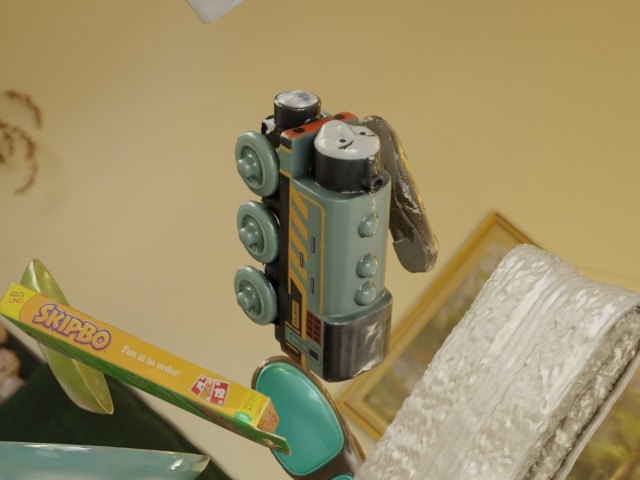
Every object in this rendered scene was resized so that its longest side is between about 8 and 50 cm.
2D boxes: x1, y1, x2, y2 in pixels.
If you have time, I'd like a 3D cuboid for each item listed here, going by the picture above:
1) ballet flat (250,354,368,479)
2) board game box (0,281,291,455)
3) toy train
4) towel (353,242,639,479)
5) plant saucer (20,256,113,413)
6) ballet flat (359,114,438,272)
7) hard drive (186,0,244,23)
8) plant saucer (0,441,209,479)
[{"bbox_3d":[0.018,0.303,1.416,0.342,0.116,0.124,54,8,-1],"label":"ballet flat"},{"bbox_3d":[-0.140,0.114,0.867,0.259,0.039,0.124,25,-15,9],"label":"board game box"},{"bbox_3d":[0.000,0.000,1.153,0.190,0.142,0.334,33,-48,40],"label":"toy train"},{"bbox_3d":[0.115,0.137,0.746,0.049,0.282,0.187,31,3,-20],"label":"towel"},{"bbox_3d":[-0.355,0.138,1.395,0.241,0.037,0.241,62,-8,15],"label":"plant saucer"},{"bbox_3d":[0.119,-0.070,1.520,0.084,0.058,0.250,-29,-100,43],"label":"ballet flat"},{"bbox_3d":[-0.172,-0.497,1.604,0.040,0.210,0.318,64,8,31],"label":"hard drive"},{"bbox_3d":[-0.278,0.244,1.082,0.318,0.043,0.317,1,-14,0],"label":"plant saucer"}]
